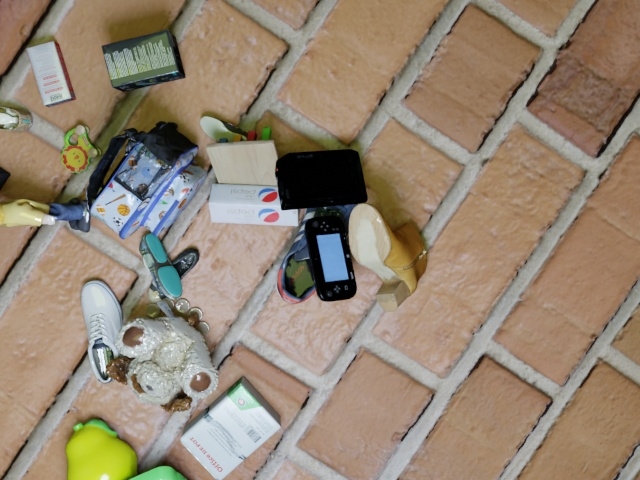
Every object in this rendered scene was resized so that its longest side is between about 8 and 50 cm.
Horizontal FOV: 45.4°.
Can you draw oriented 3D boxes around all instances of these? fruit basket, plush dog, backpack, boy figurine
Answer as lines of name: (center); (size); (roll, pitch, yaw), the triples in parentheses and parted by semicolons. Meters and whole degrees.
fruit basket: (-0.503, 0.635, 1.871); (0.392, 0.283, 0.392); (-9, 54, 12)
plush dog: (-0.382, 0.298, 1.849); (0.262, 0.210, 0.225); (34, 111, -8)
backpack: (-0.405, -0.128, 1.784); (0.263, 0.276, 0.213); (-42, 94, 15)
boy figurine: (-0.674, -0.054, 1.758); (0.285, 0.177, 0.092); (-8, 103, -45)

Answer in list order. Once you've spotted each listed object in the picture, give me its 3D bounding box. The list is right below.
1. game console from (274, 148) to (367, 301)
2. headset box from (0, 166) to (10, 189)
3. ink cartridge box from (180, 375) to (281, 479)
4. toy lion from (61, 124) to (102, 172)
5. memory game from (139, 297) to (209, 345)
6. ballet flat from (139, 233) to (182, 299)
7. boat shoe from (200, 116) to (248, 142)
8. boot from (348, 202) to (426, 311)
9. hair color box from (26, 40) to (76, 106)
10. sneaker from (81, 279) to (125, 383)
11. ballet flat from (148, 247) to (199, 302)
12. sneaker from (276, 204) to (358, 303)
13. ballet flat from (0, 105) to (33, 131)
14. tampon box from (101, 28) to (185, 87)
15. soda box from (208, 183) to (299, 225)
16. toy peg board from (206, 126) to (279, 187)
game console: (0.022, -0.038, 1.790); (0.213, 0.044, 0.361); (-7, 79, -21)
headset box: (-0.887, -0.167, 1.754); (0.283, 0.246, 0.131); (34, 93, -6)
ink cartridge box: (-0.224, 0.469, 1.913); (0.208, 0.087, 0.153); (-41, 96, 1)
toy lion: (-0.593, -0.219, 1.870); (0.096, 0.034, 0.100); (-27, 95, 8)
memory game: (-0.371, 0.234, 1.925); (0.186, 0.012, 0.186); (0, 95, -3)
ballet flat: (-0.391, 0.073, 1.863); (0.070, 0.070, 0.188); (-26, 68, 0)
boat shoe: (-0.232, -0.265, 1.874); (0.133, 0.042, 0.049); (27, 114, -4)
boot: (0.168, 0.002, 1.820); (0.104, 0.211, 0.295); (-3, 119, 31)
hair color box: (-0.648, -0.400, 1.843); (0.072, 0.043, 0.141); (-15, 94, -1)
sneaker: (-0.531, 0.225, 1.877); (0.094, 0.091, 0.258); (-14, 95, -1)
ballet flat: (-0.367, 0.084, 1.893); (0.057, 0.049, 0.173); (42, 92, -3)
sneaker: (0.000, 0.000, 1.851); (0.131, 0.148, 0.350); (22, 93, -4)
ballet flat: (-0.800, -0.299, 1.834); (0.206, 0.067, 0.073); (2, 96, -2)
tampon box: (-0.416, -0.423, 1.811); (0.161, 0.120, 0.101); (-13, 96, -1)
soda box: (-0.158, -0.086, 1.855); (0.216, 0.074, 0.069); (2, 51, 1)
toy peg board: (-0.172, -0.196, 1.841); (0.160, 0.079, 0.161); (-2, 140, 9)
